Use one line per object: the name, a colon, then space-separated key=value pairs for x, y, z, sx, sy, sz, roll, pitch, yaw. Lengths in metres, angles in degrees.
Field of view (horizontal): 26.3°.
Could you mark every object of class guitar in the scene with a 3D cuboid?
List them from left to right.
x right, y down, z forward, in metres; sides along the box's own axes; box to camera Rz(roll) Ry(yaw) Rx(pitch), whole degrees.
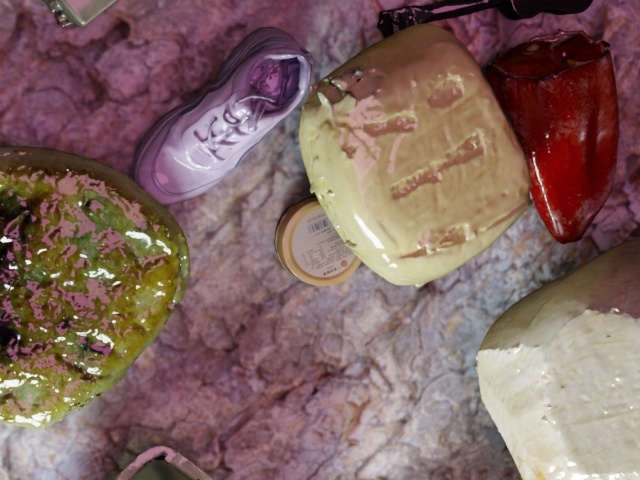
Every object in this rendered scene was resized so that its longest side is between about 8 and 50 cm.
guitar: x=0.194 y=-0.280 z=1.589 sx=0.271 sy=0.038 sz=0.084 roll=-16 pitch=103 yaw=-15

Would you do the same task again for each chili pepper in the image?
chili pepper: x=0.291 y=-0.120 z=1.626 sx=0.144 sy=0.136 sz=0.253 roll=-53 pitch=133 yaw=-50

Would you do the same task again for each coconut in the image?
coconut: x=0.372 y=0.202 z=1.571 sx=0.344 sy=0.415 sz=0.415 roll=1 pitch=100 yaw=-29

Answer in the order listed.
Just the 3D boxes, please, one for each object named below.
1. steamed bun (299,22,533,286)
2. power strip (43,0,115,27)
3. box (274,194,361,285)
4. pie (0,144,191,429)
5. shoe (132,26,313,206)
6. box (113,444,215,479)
steamed bun: x=0.089 y=-0.096 z=1.514 sx=0.232 sy=0.166 sz=0.273 roll=-37 pitch=111 yaw=-14
power strip: x=-0.177 y=-0.334 z=1.455 sx=0.286 sy=0.048 sz=0.080 roll=-39 pitch=110 yaw=-9
box: x=0.000 y=0.000 z=1.578 sx=0.105 sy=0.037 sz=0.105 roll=-3 pitch=101 yaw=-17
pie: x=-0.306 y=0.044 z=1.454 sx=0.323 sy=0.070 sz=0.323 roll=-3 pitch=106 yaw=-11
shoe: x=-0.099 y=-0.129 z=1.470 sx=0.095 sy=0.137 sz=0.245 roll=44 pitch=85 yaw=-16
box: x=-0.151 y=0.386 z=1.532 sx=0.220 sy=0.166 sz=0.290 roll=-47 pitch=110 yaw=-5
